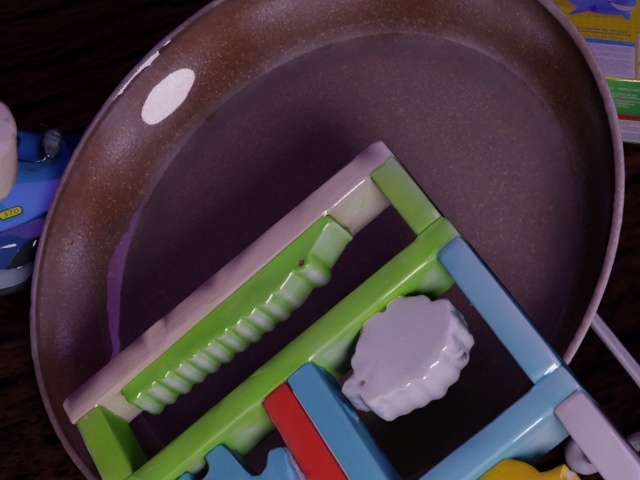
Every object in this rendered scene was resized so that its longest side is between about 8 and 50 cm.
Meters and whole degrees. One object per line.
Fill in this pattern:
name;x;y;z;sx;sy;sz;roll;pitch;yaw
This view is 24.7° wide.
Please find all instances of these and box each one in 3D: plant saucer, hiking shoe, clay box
plant saucer;0.000;0.000;0.700;0.311;0.050;0.310;-13;61;24
hiking shoe;-0.246;-0.042;0.782;0.304;0.132;0.113;-2;39;-5
clay box;0.189;-0.149;0.998;0.127;0.053;0.222;7;38;7

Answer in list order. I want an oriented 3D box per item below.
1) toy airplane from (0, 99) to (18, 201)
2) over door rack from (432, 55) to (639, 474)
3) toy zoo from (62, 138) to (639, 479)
toy airplane;-0.302;0.059;0.462;0.384;0.272;0.386;-15;23;3
over door rack;0.217;0.019;0.730;0.239;0.108;0.324;-13;52;-17
toy zoo;0.027;0.114;0.577;0.192;0.030;0.293;-39;53;6
